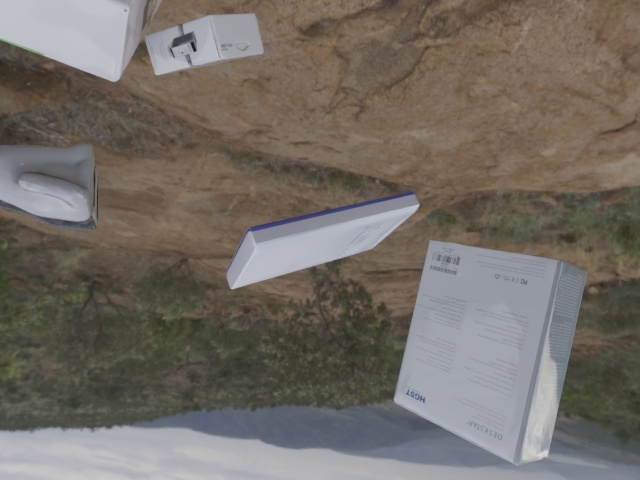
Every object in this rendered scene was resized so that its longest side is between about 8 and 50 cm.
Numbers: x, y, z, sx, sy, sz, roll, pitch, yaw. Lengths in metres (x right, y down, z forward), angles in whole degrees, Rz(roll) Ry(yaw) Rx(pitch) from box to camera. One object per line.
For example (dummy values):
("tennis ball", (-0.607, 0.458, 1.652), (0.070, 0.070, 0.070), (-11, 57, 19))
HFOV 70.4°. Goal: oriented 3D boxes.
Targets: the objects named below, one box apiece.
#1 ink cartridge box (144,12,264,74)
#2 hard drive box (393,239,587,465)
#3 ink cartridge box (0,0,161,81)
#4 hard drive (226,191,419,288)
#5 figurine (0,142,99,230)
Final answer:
("ink cartridge box", (-0.166, -0.282, 0.652), (0.135, 0.099, 0.056), (2, 115, 32))
("hard drive box", (0.211, 0.129, 0.586), (0.089, 0.232, 0.181), (16, 178, -41))
("ink cartridge box", (-0.333, -0.368, 0.620), (0.198, 0.273, 0.115), (16, 137, -19))
("hard drive", (0.000, 0.000, 0.832), (0.318, 0.040, 0.210), (-14, 163, -27))
("figurine", (-0.384, -0.065, 0.540), (0.209, 0.093, 0.215), (1, 176, -24))
